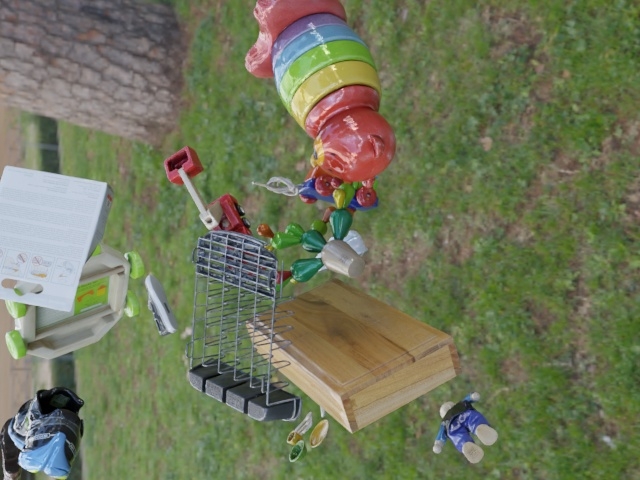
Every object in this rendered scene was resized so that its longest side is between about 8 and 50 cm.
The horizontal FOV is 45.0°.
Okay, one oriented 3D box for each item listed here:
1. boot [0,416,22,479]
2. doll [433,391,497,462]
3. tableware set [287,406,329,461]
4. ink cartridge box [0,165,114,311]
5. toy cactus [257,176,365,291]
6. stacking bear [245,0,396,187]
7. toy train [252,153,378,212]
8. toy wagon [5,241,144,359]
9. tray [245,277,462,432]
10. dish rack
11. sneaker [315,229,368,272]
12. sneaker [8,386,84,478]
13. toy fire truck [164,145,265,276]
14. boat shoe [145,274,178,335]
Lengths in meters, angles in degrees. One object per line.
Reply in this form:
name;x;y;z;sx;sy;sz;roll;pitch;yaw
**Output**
boot;-0.498;0.358;1.249;0.114;0.037;0.106;111;155;-44
doll;0.244;0.324;1.354;0.129;0.046;0.189;-52;9;1
tableware set;-0.002;0.277;1.224;0.154;0.024;0.104;-49;18;15
ink cartridge box;-0.366;-0.001;1.021;0.045;0.145;0.179;87;-167;-75
toy cactus;0.000;0.000;1.220;0.219;0.112;0.180;-45;42;-13
stacking bear;0.017;-0.214;1.152;0.175;0.164;0.289;112;139;-57
toy train;-0.002;-0.148;1.503;0.105;0.248;0.143;160;122;-66
toy wagon;-0.477;0.093;1.509;0.068;0.267;0.344;45;137;29
tray;0.037;0.175;1.326;0.411;0.203;0.076;21;132;64
dish rack;-0.116;0.122;1.149;0.208;0.074;0.271;14;104;42
sneaker;0.027;0.027;1.646;0.152;0.054;0.061;-25;82;18
sneaker;-0.273;0.188;0.792;0.188;0.067;0.078;-5;59;66
toy fire truck;-0.157;-0.038;1.170;0.047;0.135;0.192;-32;66;11
boat shoe;-0.363;0.145;1.719;0.040;0.049;0.142;-29;77;13
